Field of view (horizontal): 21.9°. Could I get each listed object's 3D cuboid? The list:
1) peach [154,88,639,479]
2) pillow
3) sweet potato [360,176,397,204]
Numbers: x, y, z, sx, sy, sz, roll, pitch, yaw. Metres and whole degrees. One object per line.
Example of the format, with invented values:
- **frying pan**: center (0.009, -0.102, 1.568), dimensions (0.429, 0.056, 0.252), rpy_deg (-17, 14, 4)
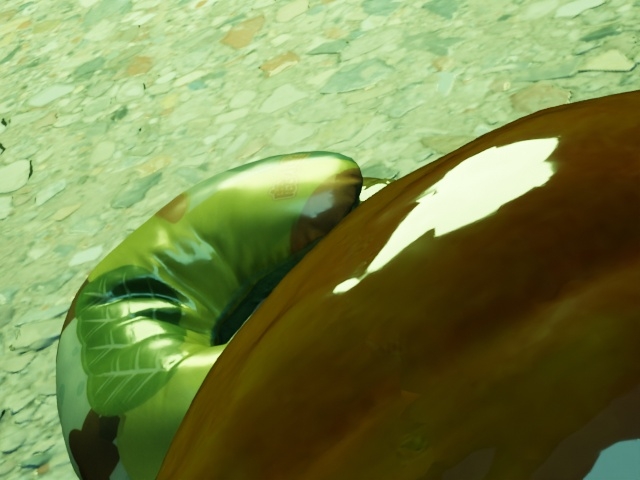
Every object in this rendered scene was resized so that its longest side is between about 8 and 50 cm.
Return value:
- **peach**: center (0.124, 0.110, 0.459), dimensions (0.302, 0.343, 0.343), rpy_deg (-39, 28, 8)
- **pillow**: center (-0.050, 0.050, 0.879), dimensions (0.214, 0.086, 0.233), rpy_deg (-34, 34, 13)
- **sweet potato**: center (0.000, 0.000, 0.983), dimensions (0.269, 0.075, 0.075), rpy_deg (-8, 32, 46)
